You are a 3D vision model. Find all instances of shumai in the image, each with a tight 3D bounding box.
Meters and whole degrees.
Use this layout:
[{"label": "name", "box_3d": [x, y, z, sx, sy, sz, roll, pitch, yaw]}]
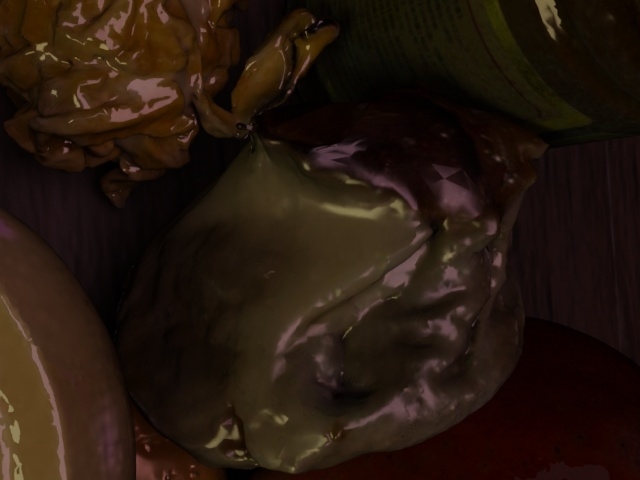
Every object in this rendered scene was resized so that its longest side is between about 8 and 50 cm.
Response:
[{"label": "shumai", "box_3d": [0.000, 0.000, 0.471, 0.201, 0.201, 0.120, -29, 130, -25]}]

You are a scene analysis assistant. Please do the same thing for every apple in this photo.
[{"label": "apple", "box_3d": [0.075, 0.141, 0.535, 0.234, 0.234, 0.233, 1, 88, -27]}]

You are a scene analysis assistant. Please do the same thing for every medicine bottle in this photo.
[{"label": "medicine bottle", "box_3d": [0.112, -0.119, 0.492, 0.151, 0.322, 0.151, 1, 89, -27]}]

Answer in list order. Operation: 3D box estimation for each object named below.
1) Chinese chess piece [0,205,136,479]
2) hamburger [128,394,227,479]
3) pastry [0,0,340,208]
[{"label": "Chinese chess piece", "box_3d": [-0.196, 0.088, 0.408, 0.251, 0.097, 0.250, 0, 86, -1]}, {"label": "hamburger", "box_3d": [-0.111, 0.126, 0.508, 0.138, 0.083, 0.147, 5, 90, -26]}, {"label": "pastry", "box_3d": [-0.082, -0.143, 0.517, 0.154, 0.102, 0.249, -2, 88, -24]}]
